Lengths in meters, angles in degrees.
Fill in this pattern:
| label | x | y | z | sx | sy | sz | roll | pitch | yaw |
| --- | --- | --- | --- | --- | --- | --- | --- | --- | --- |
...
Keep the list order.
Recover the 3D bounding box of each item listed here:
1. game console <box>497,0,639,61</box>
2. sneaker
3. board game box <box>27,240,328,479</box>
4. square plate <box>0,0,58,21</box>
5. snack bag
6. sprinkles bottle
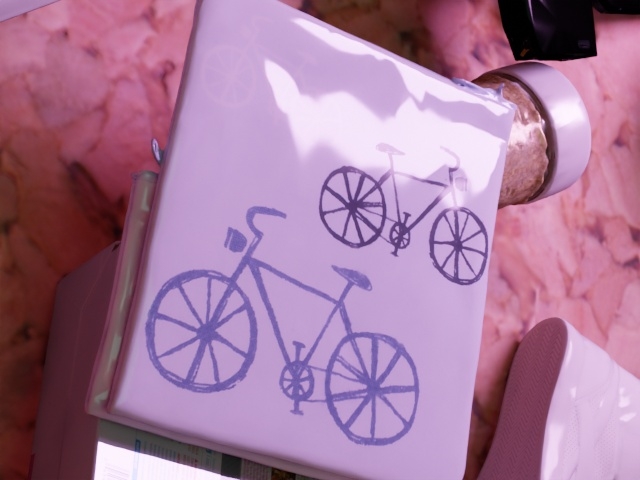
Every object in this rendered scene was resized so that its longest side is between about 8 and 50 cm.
| label | x | y | z | sx | sy | sz | roll | pitch | yaw |
| --- | --- | --- | --- | --- | --- | --- | --- | --- | --- |
| game console | 0.245 | -0.271 | 1.462 | 0.361 | 0.044 | 0.213 | -10 | 94 | -56 |
| sneaker | 0.225 | 0.235 | 1.440 | 0.169 | 0.108 | 0.293 | 32 | 68 | -27 |
| board game box | -0.060 | 0.162 | 1.205 | 0.303 | 0.097 | 0.224 | 26 | 52 | -31 |
| square plate | -0.342 | -0.288 | 1.104 | 0.344 | 0.049 | 0.347 | -29 | 104 | -33 |
| snack bag | 0.000 | 0.000 | 1.190 | 0.323 | 0.037 | 0.343 | 19 | 73 | -34 |
| sprinkles bottle | 0.062 | -0.053 | 1.334 | 0.355 | 0.121 | 0.121 | -20 | 98 | -35 |
